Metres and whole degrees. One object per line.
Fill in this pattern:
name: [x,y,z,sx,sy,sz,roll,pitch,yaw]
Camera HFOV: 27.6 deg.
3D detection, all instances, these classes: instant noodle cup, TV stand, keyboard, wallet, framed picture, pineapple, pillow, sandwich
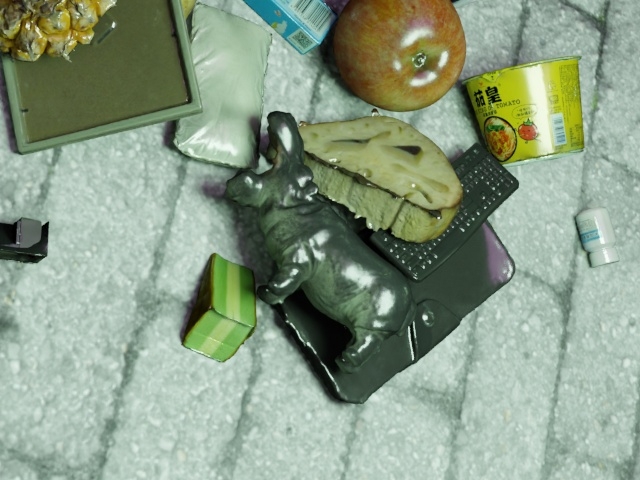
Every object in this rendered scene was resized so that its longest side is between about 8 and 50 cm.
instant noodle cup: [0.314,-0.188,1.955,0.182,0.182,0.144,-12,92,-33]
TV stand: [-0.444,-0.016,1.511,0.257,0.040,0.048,10,71,-29]
keyboard: [0.145,-0.013,1.814,0.103,0.041,0.381,43,59,7]
wallet: [0.107,0.067,1.822,0.378,0.051,0.197,-34,92,-32]
framed picture: [-0.288,-0.284,1.613,0.241,0.020,0.324,-14,80,6]
pineapple: [-0.351,-0.320,1.579,0.225,0.076,0.224,-1,83,6]
pillow: [-0.128,-0.206,1.755,0.128,0.051,0.229,19,65,-30]
sandwich: [-0.132,0.086,1.695,0.074,0.074,0.116,27,32,-22]

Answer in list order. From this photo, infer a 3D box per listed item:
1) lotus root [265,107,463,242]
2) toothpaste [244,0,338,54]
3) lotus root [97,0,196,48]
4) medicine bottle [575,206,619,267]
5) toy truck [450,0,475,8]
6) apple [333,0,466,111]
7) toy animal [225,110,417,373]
lotus root: [0.077,-0.101,1.793,0.261,0.074,0.170,33,49,14]
toothpaste: [-0.093,-0.375,1.825,0.267,0.050,0.065,41,60,-15]
lotus root: [-0.232,-0.297,1.693,0.110,0.097,0.258,36,57,-15]
medicine bottle: [0.435,-0.005,2.041,0.052,0.052,0.089,-10,82,-33]
toy truck: [0.182,-0.514,1.968,0.178,0.177,0.363,30,61,-35]
apple: [0.113,-0.273,1.831,0.188,0.174,0.188,-8,116,-16]
toy animal: [-0.016,0.004,1.682,0.168,0.106,0.343,-33,87,-16]
